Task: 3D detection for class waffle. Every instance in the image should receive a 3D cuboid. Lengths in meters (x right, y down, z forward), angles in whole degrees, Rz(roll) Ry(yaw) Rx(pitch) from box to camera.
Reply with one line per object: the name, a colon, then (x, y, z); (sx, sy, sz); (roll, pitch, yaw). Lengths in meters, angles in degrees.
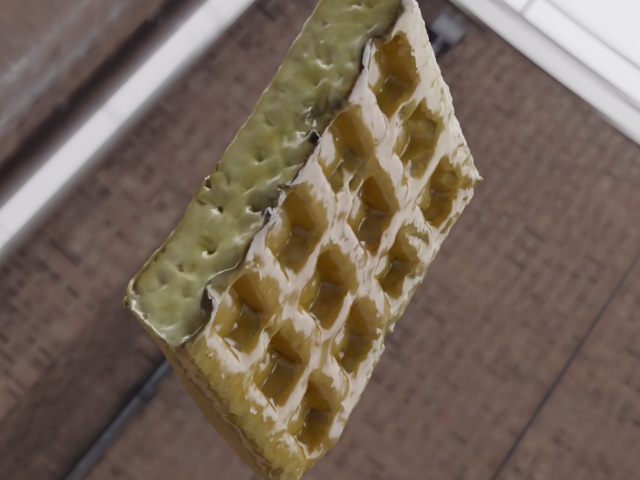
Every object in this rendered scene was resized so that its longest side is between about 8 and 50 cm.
waffle: (0.000, 0.000, 1.048); (0.055, 0.248, 0.221); (22, -20, 25)
